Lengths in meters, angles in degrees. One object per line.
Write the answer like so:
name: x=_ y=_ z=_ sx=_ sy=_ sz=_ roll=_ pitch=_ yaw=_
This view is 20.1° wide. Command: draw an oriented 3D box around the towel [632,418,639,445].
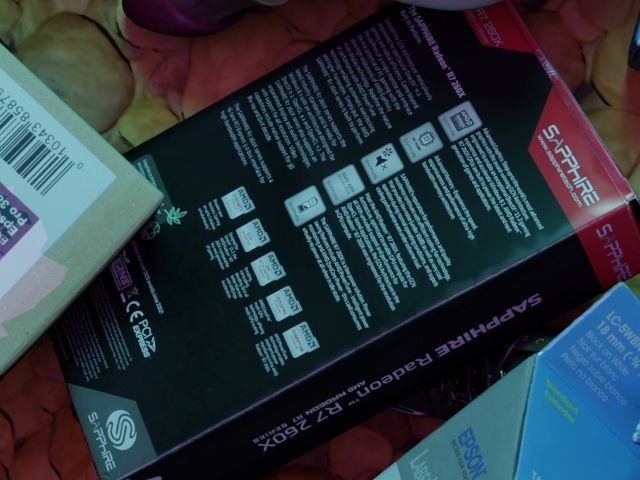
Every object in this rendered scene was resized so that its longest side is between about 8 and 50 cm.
towel: x=0.366 y=0.052 z=1.118 sx=0.336 sy=0.040 sz=0.243 roll=18 pitch=90 yaw=-22

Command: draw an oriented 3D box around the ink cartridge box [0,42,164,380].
ink cartridge box: x=-0.245 y=-0.032 z=1.105 sx=0.235 sy=0.088 sz=0.193 roll=42 pitch=79 yaw=-4

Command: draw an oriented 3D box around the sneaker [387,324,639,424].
sneaker: x=0.103 y=0.079 z=1.182 sx=0.222 sy=0.118 sz=0.083 roll=4 pitch=87 yaw=7

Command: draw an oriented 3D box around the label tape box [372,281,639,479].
label tape box: x=0.136 y=0.224 z=1.104 sx=0.334 sy=0.106 sz=0.240 roll=-41 pitch=114 yaw=12

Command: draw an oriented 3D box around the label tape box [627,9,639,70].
label tape box: x=0.400 y=-0.192 z=1.166 sx=0.348 sy=0.115 sz=0.249 roll=16 pitch=88 yaw=6

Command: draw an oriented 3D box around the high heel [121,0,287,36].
high heel: x=-0.019 y=-0.309 z=1.246 sx=0.127 sy=0.181 sz=0.377 roll=42 pitch=68 yaw=-28

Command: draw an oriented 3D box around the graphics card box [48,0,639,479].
graphics card box: x=0.000 y=0.000 z=1.170 sx=0.371 sy=0.094 sz=0.232 roll=-29 pitch=56 yaw=3

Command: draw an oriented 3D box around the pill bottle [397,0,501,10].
pill bottle: x=0.127 y=-0.355 z=1.095 sx=0.229 sy=0.229 sz=0.407 roll=31 pitch=67 yaw=8
